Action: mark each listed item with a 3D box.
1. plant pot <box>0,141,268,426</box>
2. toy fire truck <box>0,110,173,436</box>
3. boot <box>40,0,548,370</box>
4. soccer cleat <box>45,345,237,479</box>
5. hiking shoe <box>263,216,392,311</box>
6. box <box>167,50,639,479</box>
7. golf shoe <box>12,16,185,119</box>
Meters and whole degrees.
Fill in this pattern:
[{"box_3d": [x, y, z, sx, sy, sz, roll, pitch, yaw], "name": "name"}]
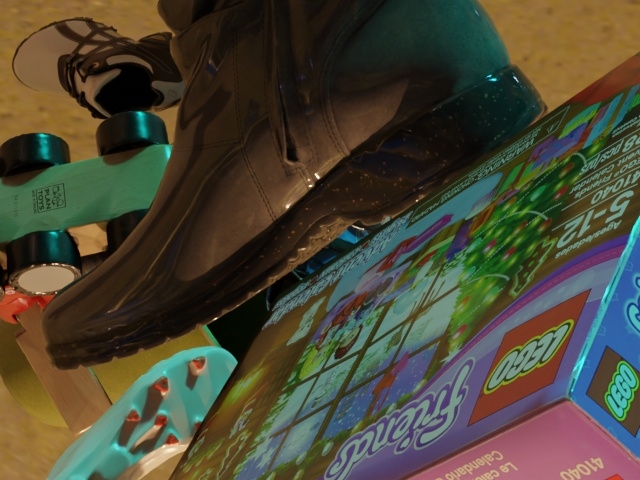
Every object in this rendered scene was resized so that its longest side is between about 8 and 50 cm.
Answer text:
[{"box_3d": [-0.157, 0.069, 1.708, 0.275, 0.293, 0.274, 34, 43, -40], "name": "plant pot"}, {"box_3d": [-0.189, 0.036, 1.480, 0.217, 0.158, 0.246, -12, 153, 4], "name": "toy fire truck"}, {"box_3d": [-0.060, -0.085, 1.014, 0.222, 0.338, 0.118, 58, 21, -2], "name": "boot"}, {"box_3d": [-0.141, 0.147, 1.334, 0.196, 0.076, 0.068, -44, 106, -17], "name": "soccer cleat"}, {"box_3d": [0.000, 0.000, 1.537, 0.132, 0.113, 0.304, -48, 120, -51], "name": "hiking shoe"}, {"box_3d": [0.042, 0.049, 0.661, 0.057, 0.293, 0.201, 41, 48, -13], "name": "box"}, {"box_3d": [-0.202, -0.152, 1.640, 0.094, 0.198, 0.077, -48, 135, -55], "name": "golf shoe"}]
